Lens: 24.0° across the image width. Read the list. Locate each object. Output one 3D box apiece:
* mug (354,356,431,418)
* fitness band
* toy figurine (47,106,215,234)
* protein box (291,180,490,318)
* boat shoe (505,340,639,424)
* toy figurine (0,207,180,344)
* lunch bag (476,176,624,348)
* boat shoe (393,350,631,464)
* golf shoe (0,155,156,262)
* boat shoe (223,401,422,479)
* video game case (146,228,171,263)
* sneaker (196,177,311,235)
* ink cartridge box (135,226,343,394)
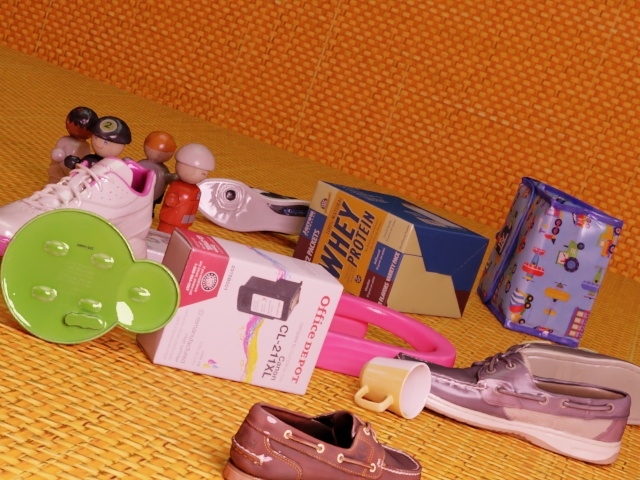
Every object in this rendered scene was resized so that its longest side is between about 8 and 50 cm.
[{"bbox_3d":[0.073,0.153,1.613,0.064,0.062,0.078,15,-1,33],"label":"mug"},{"bbox_3d":[0.025,0.108,1.802,0.291,0.054,0.209,14,10,-24],"label":"fitness band"},{"bbox_3d":[-0.276,-0.104,2.156,0.213,0.148,0.209,14,10,-27],"label":"toy figurine"},{"bbox_3d":[0.107,0.014,2.292,0.201,0.136,0.200,27,12,40],"label":"protein box"},{"bbox_3d":[0.353,0.180,1.973,0.228,0.081,0.068,16,13,-5],"label":"boat shoe"},{"bbox_3d":[-0.228,0.037,1.504,0.173,0.130,0.159,14,0,-8],"label":"toy figurine"},{"bbox_3d":[0.358,0.022,2.508,0.138,0.221,0.293,17,9,-15],"label":"lunch bag"},{"bbox_3d":[0.214,0.169,1.697,0.285,0.092,0.103,19,9,-4],"label":"boat shoe"},{"bbox_3d":[-0.292,-0.036,1.731,0.115,0.140,0.306,24,11,21],"label":"golf shoe"},{"bbox_3d":[0.014,0.179,1.269,0.207,0.073,0.073,13,10,-43],"label":"boat shoe"},{"bbox_3d":[-0.250,-0.002,2.000,0.157,0.019,0.143,17,9,-17],"label":"video game case"},{"bbox_3d":[-0.119,-0.049,2.452,0.217,0.079,0.121,14,-3,-17],"label":"sneaker"},{"bbox_3d":[-0.081,0.073,1.531,0.175,0.127,0.072,15,11,-26],"label":"ink cartridge box"}]
